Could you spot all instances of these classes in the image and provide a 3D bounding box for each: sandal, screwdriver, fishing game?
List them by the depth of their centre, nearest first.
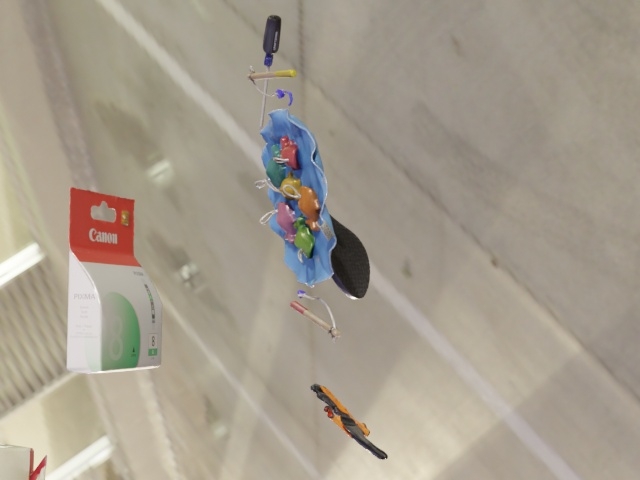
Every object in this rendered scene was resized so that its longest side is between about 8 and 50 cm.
[{"bbox_3d":[-0.032,-0.037,1.176,0.189,0.041,0.264,-153,52,-67],"label":"fishing game"},{"bbox_3d":[0.000,0.000,1.441,0.040,0.067,0.179,-14,127,43],"label":"sandal"},{"bbox_3d":[-0.073,-0.220,1.600,0.024,0.025,0.170,24,122,21],"label":"screwdriver"}]

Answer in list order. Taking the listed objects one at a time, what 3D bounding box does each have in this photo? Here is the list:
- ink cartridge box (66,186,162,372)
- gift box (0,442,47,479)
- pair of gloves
[{"bbox_3d":[-0.256,0.052,1.517,0.181,0.056,0.225,12,-100,-73],"label":"ink cartridge box"},{"bbox_3d":[-0.423,0.301,1.226,0.255,0.258,0.276,2,87,52],"label":"gift box"},{"bbox_3d":[0.025,0.156,1.040,0.074,0.010,0.083,43,-177,-24],"label":"pair of gloves"}]
